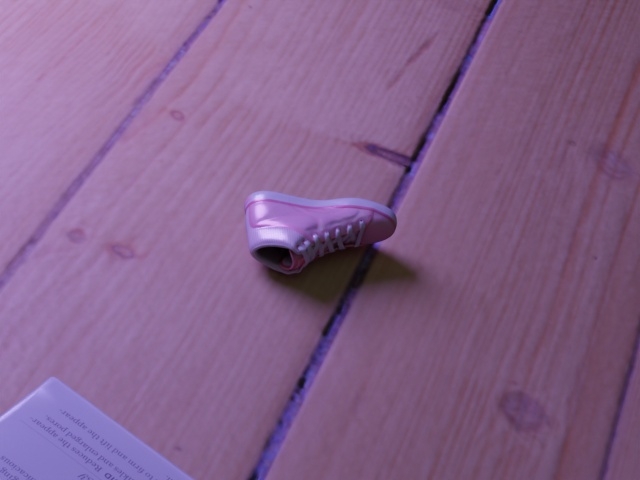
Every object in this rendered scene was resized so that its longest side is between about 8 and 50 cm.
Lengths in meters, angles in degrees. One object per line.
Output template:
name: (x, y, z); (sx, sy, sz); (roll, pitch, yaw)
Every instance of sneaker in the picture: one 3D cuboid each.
sneaker: (0.000, 0.000, 1.091); (0.134, 0.051, 0.070); (6, 51, -8)

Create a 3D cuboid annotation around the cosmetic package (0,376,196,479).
cosmetic package: (-0.178, 0.213, 0.760); (0.151, 0.151, 0.184); (34, 37, 12)
